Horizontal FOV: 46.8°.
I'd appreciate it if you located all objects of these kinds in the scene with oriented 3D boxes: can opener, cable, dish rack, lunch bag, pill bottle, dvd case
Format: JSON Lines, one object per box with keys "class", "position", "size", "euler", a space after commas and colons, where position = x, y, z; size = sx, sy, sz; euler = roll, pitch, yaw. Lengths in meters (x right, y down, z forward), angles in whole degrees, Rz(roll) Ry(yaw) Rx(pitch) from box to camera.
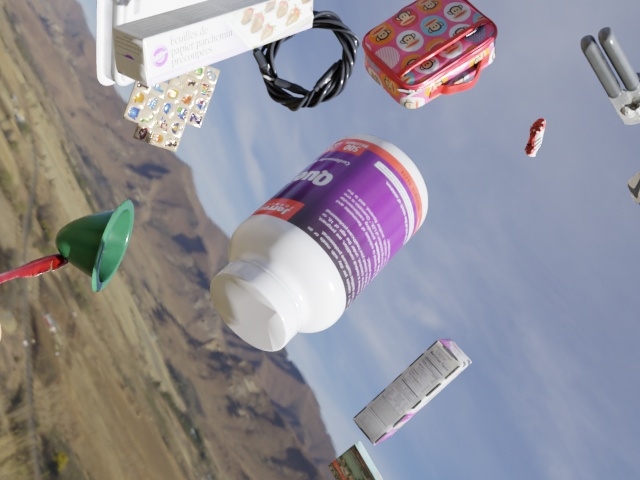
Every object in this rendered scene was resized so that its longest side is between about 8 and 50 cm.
{"class": "can opener", "position": [0.642, -0.357, 1.591], "size": [0.283, 0.076, 0.095], "euler": [41, 43, -36]}
{"class": "cable", "position": [-0.020, -0.297, 1.222], "size": [0.047, 0.184, 0.151], "euler": [-35, 111, -66]}
{"class": "dish rack", "position": [-0.333, -0.483, 1.574], "size": [0.072, 0.333, 0.285], "euler": [32, -43, 13]}
{"class": "lunch bag", "position": [0.272, -0.450, 1.777], "size": [0.258, 0.293, 0.120], "euler": [51, -11, 26]}
{"class": "pill bottle", "position": [0.000, 0.000, 1.017], "size": [0.181, 0.323, 0.181], "euler": [25, -42, 25]}
{"class": "dvd case", "position": [0.055, 0.346, 1.069], "size": [0.087, 0.013, 0.119], "euler": [58, -31, 19]}

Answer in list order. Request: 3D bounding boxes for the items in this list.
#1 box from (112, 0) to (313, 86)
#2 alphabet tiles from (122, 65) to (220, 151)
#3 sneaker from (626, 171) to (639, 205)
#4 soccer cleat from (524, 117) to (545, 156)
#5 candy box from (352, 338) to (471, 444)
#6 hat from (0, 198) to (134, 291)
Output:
{"class": "box", "position": [-0.135, -0.294, 1.017], "size": [0.067, 0.324, 0.063], "euler": [26, -49, 30]}
{"class": "alphabet tiles", "position": [-0.380, -0.352, 1.868], "size": [0.009, 0.198, 0.237], "euler": [33, -75, 56]}
{"class": "sneaker", "position": [0.626, -0.084, 1.229], "size": [0.235, 0.094, 0.153], "euler": [-50, -125, 57]}
{"class": "soccer cleat", "position": [0.452, -0.215, 1.550], "size": [0.029, 0.083, 0.035], "euler": [18, -2, 38]}
{"class": "candy box", "position": [0.185, 0.296, 1.468], "size": [0.071, 0.233, 0.159], "euler": [49, 8, 17]}
{"class": "hat", "position": [-0.458, -0.010, 1.323], "size": [0.208, 0.183, 0.173], "euler": [-74, -178, -60]}
